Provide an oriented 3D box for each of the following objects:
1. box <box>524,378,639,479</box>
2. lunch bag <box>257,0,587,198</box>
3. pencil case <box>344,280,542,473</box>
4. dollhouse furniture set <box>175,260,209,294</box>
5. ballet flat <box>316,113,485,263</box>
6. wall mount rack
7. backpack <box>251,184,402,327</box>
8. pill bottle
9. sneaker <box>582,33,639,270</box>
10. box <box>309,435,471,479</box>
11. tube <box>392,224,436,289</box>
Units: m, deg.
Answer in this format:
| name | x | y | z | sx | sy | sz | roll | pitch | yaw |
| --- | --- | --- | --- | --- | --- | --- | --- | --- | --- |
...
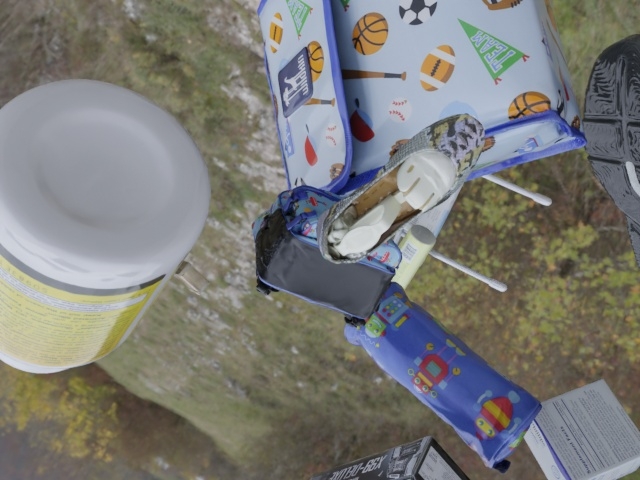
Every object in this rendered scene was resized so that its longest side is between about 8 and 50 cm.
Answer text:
| name | x | y | z | sx | sy | sz | roll | pitch | yaw |
| --- | --- | --- | --- | --- | --- | --- | --- | --- | --- |
| box | 0.387 | 0.293 | 1.070 | 0.072 | 0.137 | 0.126 | 92 | 157 | -52 |
| lunch bag | 0.100 | -0.226 | 0.941 | 0.385 | 0.328 | 0.239 | -15 | 170 | 28 |
| pencil case | 0.178 | 0.191 | 1.057 | 0.306 | 0.119 | 0.133 | 40 | -171 | 25 |
| dollhouse furniture set | -0.258 | 0.054 | 1.180 | 0.182 | 0.101 | 0.161 | 49 | 162 | -25 |
| ballet flat | 0.043 | -0.022 | 0.392 | 0.114 | 0.041 | 0.041 | -38 | 119 | 24 |
| wall mount rack | 0.308 | -0.058 | 1.580 | 0.130 | 0.350 | 0.304 | 15 | -166 | -38 |
| backpack | 0.000 | 0.000 | 0.860 | 0.158 | 0.117 | 0.173 | 22 | -159 | -21 |
| pill bottle | -0.245 | 0.013 | 0.705 | 0.188 | 0.188 | 0.334 | 32 | 142 | -11 |
| sneaker | 0.544 | -0.137 | 1.040 | 0.169 | 0.257 | 0.447 | 29 | 154 | 57 |
| box | 0.145 | 0.415 | 0.960 | 0.307 | 0.076 | 0.242 | 49 | 132 | -8 |
| tube | 0.167 | 0.070 | 1.566 | 0.062 | 0.070 | 0.240 | 28 | 126 | 0 |
